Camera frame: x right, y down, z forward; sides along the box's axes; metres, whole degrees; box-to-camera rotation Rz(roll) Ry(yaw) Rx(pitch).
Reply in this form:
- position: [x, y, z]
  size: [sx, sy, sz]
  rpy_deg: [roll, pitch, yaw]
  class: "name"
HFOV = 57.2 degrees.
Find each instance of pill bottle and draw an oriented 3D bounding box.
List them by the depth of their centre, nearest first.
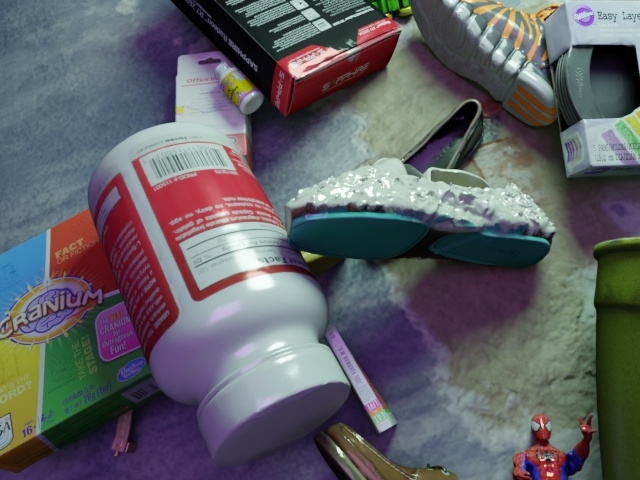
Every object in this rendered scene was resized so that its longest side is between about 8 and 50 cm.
- position: [-0.133, 0.058, 0.754]
  size: [0.229, 0.229, 0.407]
  rpy_deg: [-30, 60, -4]
  class: "pill bottle"
- position: [-0.130, -0.239, 0.914]
  size: [0.043, 0.043, 0.083]
  rpy_deg: [-40, 74, -7]
  class: "pill bottle"

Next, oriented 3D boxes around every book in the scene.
- position: [0.053, 0.189, 0.790]
  size: [0.035, 0.096, 0.144]
  rpy_deg: [-30, 70, -3]
  class: "book"

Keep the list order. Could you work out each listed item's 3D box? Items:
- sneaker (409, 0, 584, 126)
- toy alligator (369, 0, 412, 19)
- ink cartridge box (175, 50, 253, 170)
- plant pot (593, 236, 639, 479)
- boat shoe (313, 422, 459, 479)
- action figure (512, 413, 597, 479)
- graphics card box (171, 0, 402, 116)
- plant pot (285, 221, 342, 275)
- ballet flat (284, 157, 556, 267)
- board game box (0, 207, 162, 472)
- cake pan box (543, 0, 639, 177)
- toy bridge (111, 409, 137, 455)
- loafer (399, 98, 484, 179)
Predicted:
- position: [0.302, -0.339, 0.942]
  size: [0.180, 0.124, 0.321]
  rpy_deg: [-43, 83, -13]
  class: "sneaker"
- position: [0.147, -0.424, 1.015]
  size: [0.190, 0.056, 0.051]
  rpy_deg: [-18, 30, 0]
  class: "toy alligator"
- position: [-0.175, -0.211, 0.967]
  size: [0.116, 0.067, 0.198]
  rpy_deg: [-5, 72, 3]
  class: "ink cartridge box"
- position: [0.462, 0.208, 0.632]
  size: [0.367, 0.366, 0.352]
  rpy_deg: [12, 85, 10]
  class: "plant pot"
- position: [0.127, 0.331, 0.735]
  size: [0.307, 0.110, 0.104]
  rpy_deg: [45, 73, 6]
  class: "boat shoe"
- position: [0.274, 0.313, 0.670]
  size: [0.092, 0.139, 0.280]
  rpy_deg: [-3, 43, 12]
  class: "action figure"
- position: [-0.078, -0.388, 0.969]
  size: [0.233, 0.094, 0.371]
  rpy_deg: [-34, 71, -27]
  class: "graphics card box"
- position: [0.000, 0.000, 0.872]
  size: [0.083, 0.081, 0.081]
  rpy_deg: [-18, 70, -11]
  class: "plant pot"
- position: [0.130, -0.040, 0.785]
  size: [0.409, 0.147, 0.146]
  rpy_deg: [7, 69, -26]
  class: "ballet flat"
- position: [-0.368, 0.123, 0.839]
  size: [0.242, 0.064, 0.316]
  rpy_deg: [-29, 56, -4]
  class: "board game box"
- position: [0.459, -0.219, 0.844]
  size: [0.267, 0.070, 0.245]
  rpy_deg: [-3, 80, -10]
  class: "cake pan box"
- position: [-0.258, 0.211, 0.836]
  size: [0.026, 0.063, 0.188]
  rpy_deg: [12, 73, 10]
  class: "toy bridge"
- position: [0.154, -0.107, 0.885]
  size: [0.096, 0.084, 0.267]
  rpy_deg: [35, 78, 15]
  class: "loafer"
